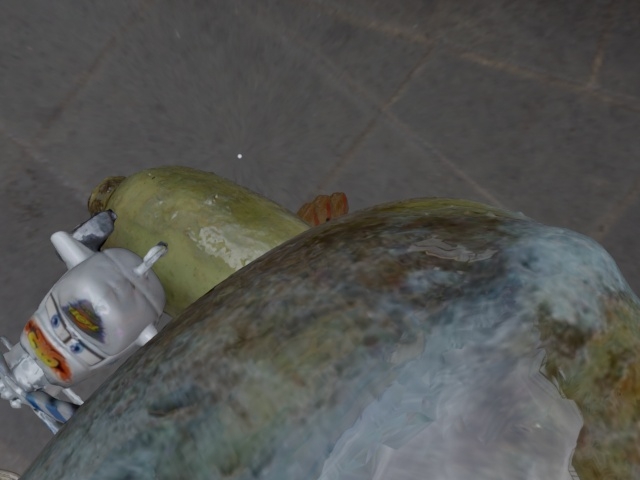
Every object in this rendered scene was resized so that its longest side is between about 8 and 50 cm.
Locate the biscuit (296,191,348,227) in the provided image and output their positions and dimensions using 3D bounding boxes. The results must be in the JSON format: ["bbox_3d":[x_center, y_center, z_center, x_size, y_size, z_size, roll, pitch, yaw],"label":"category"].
[{"bbox_3d":[0.000,0.000,1.583,0.019,0.130,0.120,4,85,29],"label":"biscuit"}]

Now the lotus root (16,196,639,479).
[{"bbox_3d":[-0.033,0.123,0.366,0.158,0.140,0.322,41,81,17],"label":"lotus root"}]

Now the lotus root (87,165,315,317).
[{"bbox_3d":[-0.062,0.003,0.797,0.183,0.090,0.077,27,108,31],"label":"lotus root"}]

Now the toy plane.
[{"bbox_3d":[-0.121,0.058,0.779,0.107,0.273,0.182,-41,73,-11],"label":"toy plane"}]

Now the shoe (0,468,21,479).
[{"bbox_3d":[-0.469,0.402,1.757,0.350,0.172,0.198,4,134,-24],"label":"shoe"}]
